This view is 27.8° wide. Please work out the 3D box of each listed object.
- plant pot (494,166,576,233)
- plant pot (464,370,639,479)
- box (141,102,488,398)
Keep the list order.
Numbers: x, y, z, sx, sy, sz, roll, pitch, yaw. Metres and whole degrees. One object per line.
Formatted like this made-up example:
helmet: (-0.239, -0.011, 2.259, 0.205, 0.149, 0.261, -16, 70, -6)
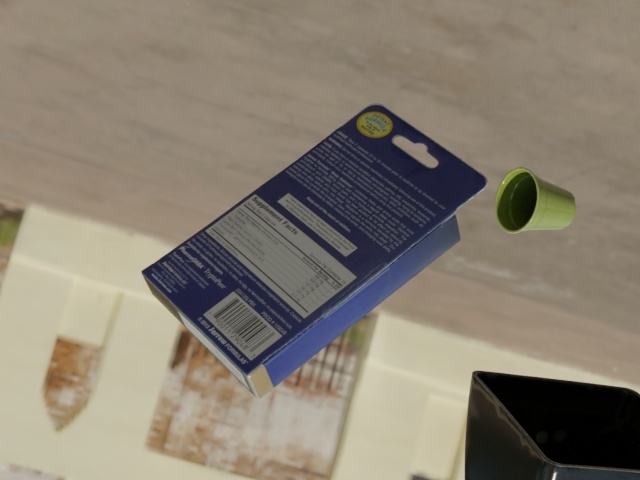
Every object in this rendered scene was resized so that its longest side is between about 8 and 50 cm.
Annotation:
plant pot: (0.274, -0.044, 1.619, 0.079, 0.083, 0.083, 10, 177, -32)
plant pot: (0.236, 0.245, 1.223, 0.188, 0.167, 0.187, 9, -163, -19)
box: (0.000, 0.000, 0.928, 0.136, 0.225, 0.036, 40, 160, 38)
